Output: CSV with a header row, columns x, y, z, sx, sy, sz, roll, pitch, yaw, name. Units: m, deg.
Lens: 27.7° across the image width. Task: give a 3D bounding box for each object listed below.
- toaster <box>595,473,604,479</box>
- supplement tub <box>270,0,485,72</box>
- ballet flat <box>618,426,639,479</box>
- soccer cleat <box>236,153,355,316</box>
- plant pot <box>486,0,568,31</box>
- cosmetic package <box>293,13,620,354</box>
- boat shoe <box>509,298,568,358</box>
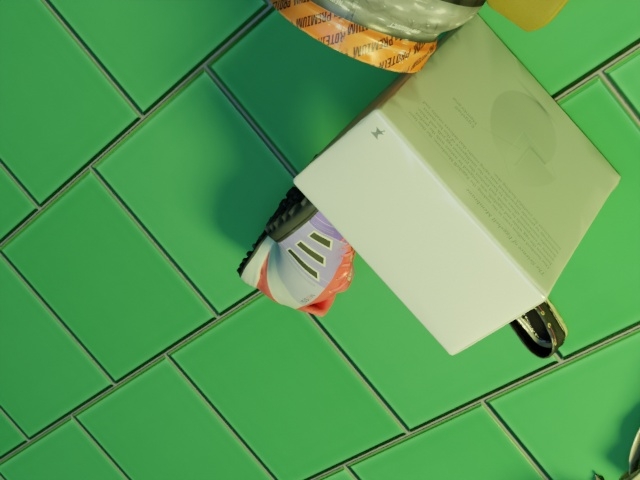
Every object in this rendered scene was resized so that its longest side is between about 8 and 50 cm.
x,y,z,sx,sy,sz,roll,pitch,yaw,name
0.338,0.396,1.483,0.185,0.110,0.168,34,131,7,toaster
0.088,-0.309,1.054,0.193,0.193,0.316,32,113,9,supplement tub
0.377,0.200,1.354,0.086,0.086,0.248,29,132,12,ballet flat
0.000,0.000,1.382,0.116,0.109,0.318,35,156,-2,soccer cleat
0.194,-0.238,1.169,0.081,0.081,0.083,35,143,6,plant pot
0.134,-0.056,1.226,0.224,0.225,0.138,48,132,-4,cosmetic package
0.213,0.067,1.385,0.049,0.042,0.133,-30,100,43,boat shoe
